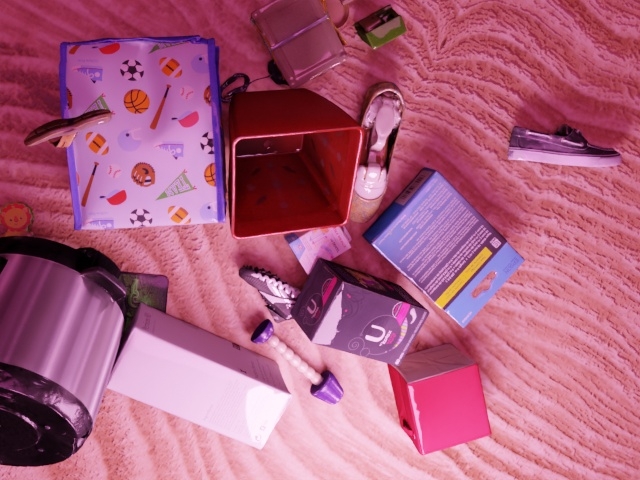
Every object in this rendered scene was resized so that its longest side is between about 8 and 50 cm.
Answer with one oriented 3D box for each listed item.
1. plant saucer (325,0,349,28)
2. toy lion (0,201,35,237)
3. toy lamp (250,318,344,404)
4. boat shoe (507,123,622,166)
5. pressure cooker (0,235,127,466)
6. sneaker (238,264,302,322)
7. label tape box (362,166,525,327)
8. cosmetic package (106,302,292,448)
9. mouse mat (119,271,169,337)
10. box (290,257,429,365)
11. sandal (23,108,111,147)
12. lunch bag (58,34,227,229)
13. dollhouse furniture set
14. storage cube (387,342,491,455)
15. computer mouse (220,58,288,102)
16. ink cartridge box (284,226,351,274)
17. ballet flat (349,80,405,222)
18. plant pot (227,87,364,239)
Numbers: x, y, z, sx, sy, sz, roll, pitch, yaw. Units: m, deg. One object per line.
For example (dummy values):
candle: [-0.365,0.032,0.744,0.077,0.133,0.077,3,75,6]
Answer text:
plant saucer: [0.026,-0.539,1.537,0.083,0.015,0.083,-2,99,-11]
toy lion: [-0.697,-0.036,1.476,0.100,0.034,0.096,-18,95,-7]
toy lamp: [-0.053,0.311,1.632,0.275,0.080,0.080,41,90,-14]
boat shoe: [0.627,-0.244,1.662,0.301,0.108,0.102,4,100,-4]
pressure cooker: [-0.601,0.198,1.333,0.370,0.420,0.375,12,136,-6]
sneaker: [-0.105,0.145,1.594,0.234,0.078,0.106,27,91,-16]
label tape box: [0.307,0.018,1.637,0.334,0.106,0.240,43,90,-15]
cosmetic package: [-0.283,0.310,1.516,0.385,0.217,0.156,28,93,-17]
mouse mat: [-0.449,0.170,1.569,0.152,0.007,0.189,5,99,-12]
box: [0.094,0.172,1.558,0.270,0.143,0.165,20,103,-31]
sandal: [-0.486,-0.208,1.262,0.180,0.072,0.049,-16,121,1]
lunch bag: [-0.368,-0.236,1.402,0.328,0.239,0.385,-5,107,-8]
dollhouse furniture set: [0.013,-0.500,1.465,0.301,0.151,0.197,-27,118,7]
storage cube: [0.299,0.395,1.660,0.215,0.183,0.193,-15,100,-7]
computer mouse: [-0.128,-0.384,1.527,0.242,0.041,0.071,-20,119,-2]
ink cartridge box: [0.000,0.000,1.583,0.143,0.090,0.092,-32,104,-4]
ballet flat: [0.127,-0.208,1.561,0.123,0.123,0.348,11,97,-12]
plant pot: [-0.084,-0.191,1.424,0.267,0.236,0.267,-7,135,-16]
